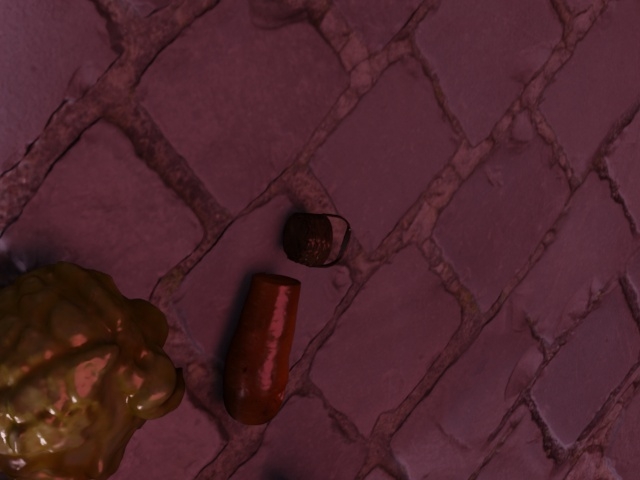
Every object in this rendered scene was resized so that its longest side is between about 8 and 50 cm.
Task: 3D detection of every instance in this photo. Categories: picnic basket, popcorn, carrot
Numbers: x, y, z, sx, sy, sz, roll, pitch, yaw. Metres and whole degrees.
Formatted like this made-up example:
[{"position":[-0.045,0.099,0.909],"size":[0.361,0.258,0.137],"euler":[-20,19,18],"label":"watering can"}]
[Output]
[{"position":[0.000,0.000,1.696],"size":[0.083,0.072,0.072],"euler":[5,110,-35],"label":"picnic basket"},{"position":[-0.270,0.143,1.416],"size":[0.254,0.195,0.256],"euler":[-5,117,-34],"label":"popcorn"},{"position":[-0.075,0.135,1.696],"size":[0.087,0.087,0.193],"euler":[-10,119,-43],"label":"carrot"}]
